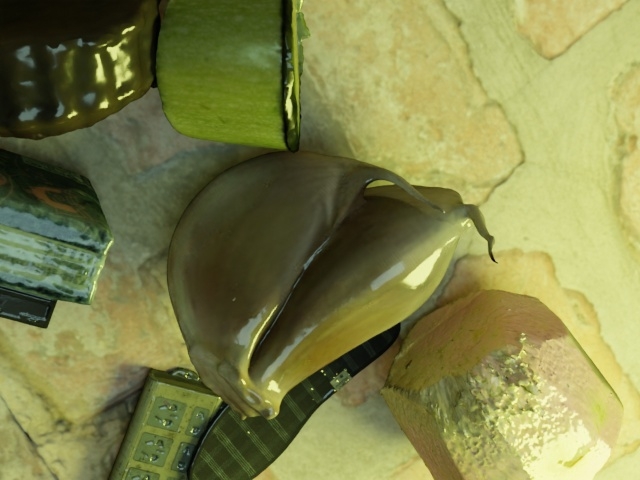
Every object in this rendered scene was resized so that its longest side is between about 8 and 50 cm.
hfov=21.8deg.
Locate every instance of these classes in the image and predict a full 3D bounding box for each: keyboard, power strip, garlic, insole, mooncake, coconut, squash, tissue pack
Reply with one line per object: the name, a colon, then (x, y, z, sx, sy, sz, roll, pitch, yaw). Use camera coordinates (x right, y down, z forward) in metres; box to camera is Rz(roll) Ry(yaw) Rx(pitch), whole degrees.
keyboard: (-0.381, 0.041, 1.791, 0.202, 0.011, 0.067, 17, 108, -18)
power strip: (-0.195, 0.272, 1.908, 0.092, 0.034, 0.268, 17, 106, -19)
garlic: (0.000, 0.000, 1.745, 0.340, 0.246, 0.231, -34, 104, 18)
insole: (-0.032, 0.183, 1.906, 0.309, 0.012, 0.110, -39, 122, -3)
mooncake: (-0.259, -0.186, 1.619, 0.228, 0.228, 0.124, -13, 121, -8)
coconut: (0.212, 0.199, 1.876, 0.233, 0.233, 0.245, -36, 111, 2)
squash: (-0.073, -0.198, 1.677, 0.133, 0.220, 0.220, 2, 112, 10)
tissue pack: (-0.372, -0.045, 1.641, 0.315, 0.228, 0.103, 17, 101, -18)
